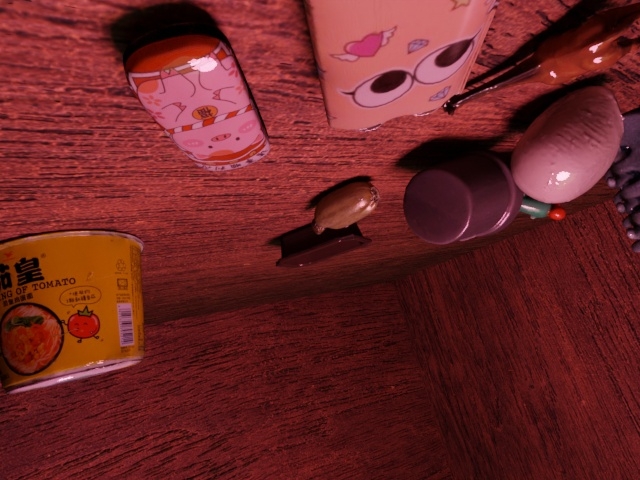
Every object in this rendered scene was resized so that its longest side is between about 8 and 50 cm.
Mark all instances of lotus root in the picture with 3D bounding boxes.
[{"bbox_3d":[0.045,-0.072,1.003,0.183,0.077,0.090,-28,155,38],"label":"lotus root"}]

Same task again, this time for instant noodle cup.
[{"bbox_3d":[-0.503,0.148,0.929,0.326,0.253,0.325,-15,168,-3],"label":"instant noodle cup"}]

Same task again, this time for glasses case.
[{"bbox_3d":[-0.123,-0.143,0.520,0.103,0.067,0.266,-14,167,2],"label":"glasses case"}]

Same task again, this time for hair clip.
[{"bbox_3d":[0.756,-0.144,0.990,0.239,0.318,0.392,-22,168,32],"label":"hair clip"}]

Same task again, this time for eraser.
[{"bbox_3d":[0.072,-0.206,0.430,0.171,0.087,0.290,-17,168,2],"label":"eraser"}]

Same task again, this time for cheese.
[{"bbox_3d":[0.437,-0.157,0.831,0.189,0.154,0.198,-40,162,-11],"label":"cheese"}]

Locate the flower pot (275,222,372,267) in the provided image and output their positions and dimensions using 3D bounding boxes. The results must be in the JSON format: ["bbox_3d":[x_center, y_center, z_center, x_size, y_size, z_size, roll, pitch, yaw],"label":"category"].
[{"bbox_3d":[0.000,0.000,1.258,0.251,0.084,0.179,-19,167,24],"label":"flower pot"}]

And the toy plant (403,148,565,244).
[{"bbox_3d":[0.339,-0.102,0.995,0.400,0.185,0.280,-16,-176,-44],"label":"toy plant"}]

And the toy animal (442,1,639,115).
[{"bbox_3d":[0.304,-0.239,0.633,0.230,0.066,0.224,-23,-172,-7],"label":"toy animal"}]
